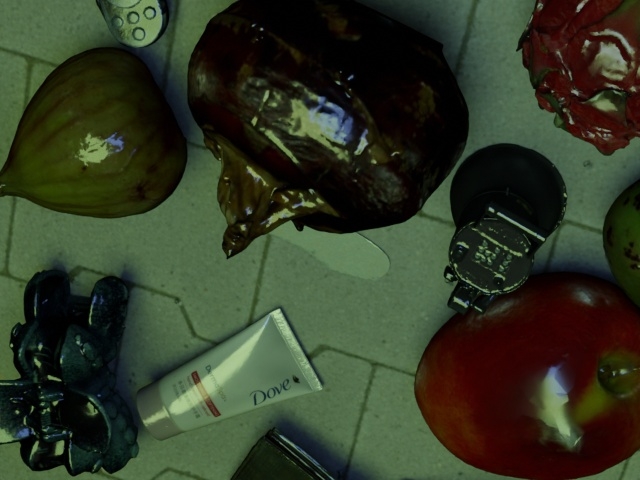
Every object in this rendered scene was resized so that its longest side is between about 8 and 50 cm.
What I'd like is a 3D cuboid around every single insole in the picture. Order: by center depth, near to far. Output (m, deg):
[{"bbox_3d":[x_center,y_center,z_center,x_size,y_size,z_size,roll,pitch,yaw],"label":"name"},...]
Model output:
[{"bbox_3d":[0.000,0.000,1.842,0.197,0.004,0.065,24,118,4],"label":"insole"}]

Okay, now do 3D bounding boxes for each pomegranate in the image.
[{"bbox_3d":[0.427,0.024,1.631,0.179,0.210,0.179,-6,150,-4],"label":"pomegranate"}]

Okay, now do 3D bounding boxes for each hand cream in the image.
[{"bbox_3d":[-0.131,0.201,1.937,0.248,0.083,0.133,-26,107,14],"label":"hand cream"}]

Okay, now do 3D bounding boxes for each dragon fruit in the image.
[{"bbox_3d":[0.342,-0.239,1.528,0.234,0.234,0.293,27,114,2],"label":"dragon fruit"}]

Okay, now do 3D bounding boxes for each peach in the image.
[{"bbox_3d":[0.271,0.180,1.767,0.281,0.281,0.338,54,150,-12],"label":"peach"}]

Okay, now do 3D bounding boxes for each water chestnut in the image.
[{"bbox_3d":[-0.017,-0.124,1.616,0.335,0.335,0.347,33,86,-1],"label":"water chestnut"}]

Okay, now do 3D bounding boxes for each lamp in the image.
[{"bbox_3d":[0.208,-0.004,1.657,0.147,0.227,0.172,31,118,0],"label":"lamp"}]

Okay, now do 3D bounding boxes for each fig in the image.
[{"bbox_3d":[-0.332,-0.100,1.727,0.321,0.217,0.217,-26,108,-12],"label":"fig"}]

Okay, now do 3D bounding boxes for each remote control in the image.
[{"bbox_3d":[-0.255,-0.371,1.719,0.090,0.066,0.265,-15,105,7],"label":"remote control"}]

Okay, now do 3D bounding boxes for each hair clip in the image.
[{"bbox_3d":[-0.350,0.199,1.915,0.195,0.206,0.310,3,114,12],"label":"hair clip"}]

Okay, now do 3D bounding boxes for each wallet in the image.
[{"bbox_3d":[0.019,0.405,1.964,0.317,0.044,0.169,38,137,6],"label":"wallet"}]
